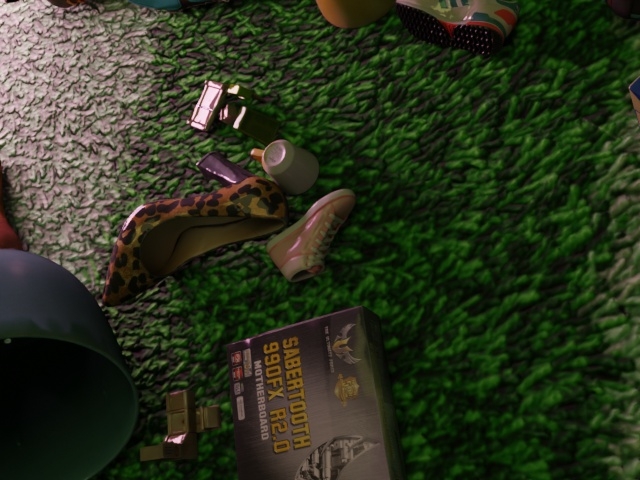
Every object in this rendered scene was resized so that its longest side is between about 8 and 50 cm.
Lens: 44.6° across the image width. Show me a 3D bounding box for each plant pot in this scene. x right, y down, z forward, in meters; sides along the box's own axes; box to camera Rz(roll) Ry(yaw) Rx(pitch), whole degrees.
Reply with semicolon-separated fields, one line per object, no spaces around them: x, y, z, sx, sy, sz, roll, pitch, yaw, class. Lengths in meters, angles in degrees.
0.037;-0.367;1.038;0.134;0.095;0.134;-9;68;24;plant pot
-0.395;0.149;0.978;0.293;0.293;0.235;-41;43;9;plant pot

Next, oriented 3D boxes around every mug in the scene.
-0.050;-0.096;1.004;0.078;0.064;0.062;-16;66;23;mug

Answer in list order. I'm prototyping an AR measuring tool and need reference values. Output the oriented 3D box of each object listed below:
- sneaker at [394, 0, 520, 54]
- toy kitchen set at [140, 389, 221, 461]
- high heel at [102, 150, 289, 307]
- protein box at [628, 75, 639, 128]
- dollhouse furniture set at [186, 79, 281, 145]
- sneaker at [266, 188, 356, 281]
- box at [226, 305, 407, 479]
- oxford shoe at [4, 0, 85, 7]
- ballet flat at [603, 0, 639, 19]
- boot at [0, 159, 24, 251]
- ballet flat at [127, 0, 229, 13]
0.171;-0.284;0.968;0.161;0.057;0.075;26;69;34;sneaker
-0.168;0.221;0.943;0.068;0.075;0.083;-14;70;22;toy kitchen set
-0.163;0.011;1.000;0.186;0.093;0.261;33;80;42;high heel
0.438;-0.132;0.714;0.201;0.136;0.200;-46;57;6;protein box
-0.120;-0.176;1.095;0.152;0.058;0.076;25;92;52;dollhouse furniture set
0.000;0.000;0.951;0.134;0.051;0.070;-37;60;15;sneaker
-0.007;0.208;0.873;0.183;0.056;0.231;-18;65;22;box
-0.392;-0.460;1.311;0.364;0.130;0.133;6;107;23;oxford shoe
0.411;-0.365;0.849;0.096;0.095;0.280;27;96;23;ballet flat
-0.600;0.014;1.239;0.264;0.096;0.280;-37;58;12;boot
-0.203;-0.403;1.201;0.241;0.091;0.077;7;45;26;ballet flat
